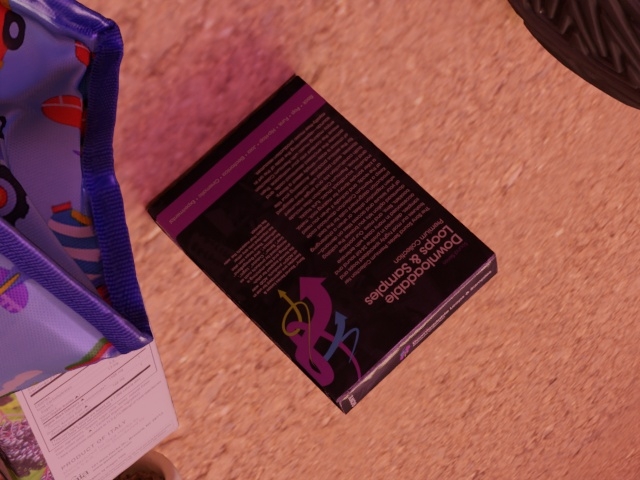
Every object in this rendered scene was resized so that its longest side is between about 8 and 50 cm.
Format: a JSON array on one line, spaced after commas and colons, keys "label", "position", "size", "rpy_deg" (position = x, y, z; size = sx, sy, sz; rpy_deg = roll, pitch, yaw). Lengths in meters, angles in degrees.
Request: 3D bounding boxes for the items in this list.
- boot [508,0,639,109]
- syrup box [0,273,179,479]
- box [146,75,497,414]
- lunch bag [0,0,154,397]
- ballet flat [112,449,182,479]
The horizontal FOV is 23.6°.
[{"label": "boot", "position": [0.285, -0.317, 0.852], "size": [0.445, 0.146, 0.367], "rpy_deg": [-46, 156, -10]}, {"label": "syrup box", "position": [-0.145, 0.037, 0.749], "size": [0.096, 0.093, 0.237], "rpy_deg": [-37, 153, -18]}, {"label": "box", "position": [0.000, 0.000, 0.832], "size": [0.116, 0.162, 0.029], "rpy_deg": [-42, 154, -8]}, {"label": "lunch bag", "position": [-0.224, -0.036, 0.438], "size": [0.221, 0.138, 0.293], "rpy_deg": [-22, 149, 21]}, {"label": "ballet flat", "position": [-0.226, 0.239, 0.908], "size": [0.400, 0.139, 0.139], "rpy_deg": [-28, 149, -41]}]
